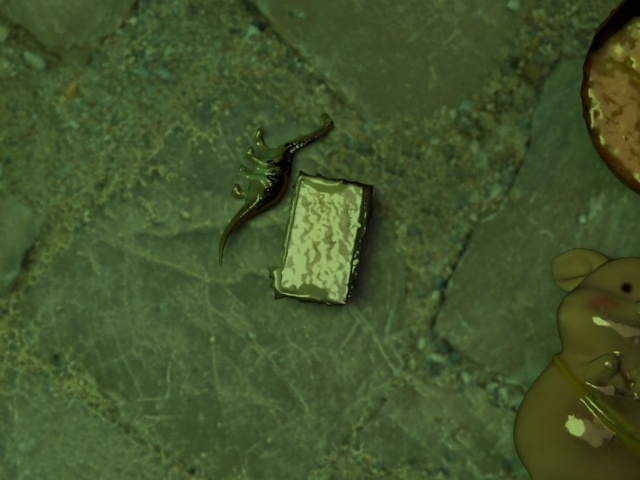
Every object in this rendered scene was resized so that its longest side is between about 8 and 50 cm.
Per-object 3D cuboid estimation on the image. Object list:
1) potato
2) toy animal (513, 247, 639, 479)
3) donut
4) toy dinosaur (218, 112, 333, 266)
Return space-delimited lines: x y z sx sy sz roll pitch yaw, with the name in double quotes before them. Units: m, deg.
"potato" 0.000 0.002 1.491 0.086 0.061 0.122 11 86 2
"toy animal" 0.263 0.135 1.431 0.165 0.149 0.248 27 77 -9
"donut" 0.361 -0.139 1.471 0.254 0.118 0.253 0 85 4
"toy dinosaur" -0.059 -0.059 1.510 0.058 0.037 0.180 35 85 9
